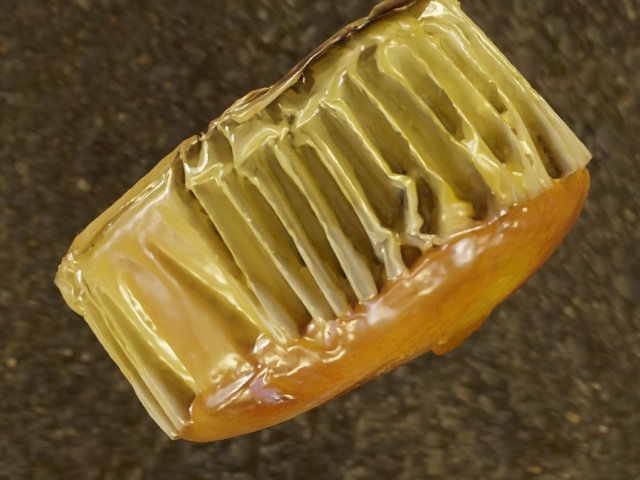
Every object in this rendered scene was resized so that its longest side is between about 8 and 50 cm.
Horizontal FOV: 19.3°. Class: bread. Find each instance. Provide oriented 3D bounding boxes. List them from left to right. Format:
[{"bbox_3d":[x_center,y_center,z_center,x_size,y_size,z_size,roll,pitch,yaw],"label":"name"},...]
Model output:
[{"bbox_3d":[0.000,0.000,0.643,0.114,0.132,0.190,54,141,5],"label":"bread"}]

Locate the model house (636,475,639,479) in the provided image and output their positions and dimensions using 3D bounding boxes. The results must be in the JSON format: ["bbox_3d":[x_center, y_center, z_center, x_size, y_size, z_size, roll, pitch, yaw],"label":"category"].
[{"bbox_3d":[0.157,0.239,0.706,0.334,0.382,0.343,14,116,31],"label":"model house"}]
